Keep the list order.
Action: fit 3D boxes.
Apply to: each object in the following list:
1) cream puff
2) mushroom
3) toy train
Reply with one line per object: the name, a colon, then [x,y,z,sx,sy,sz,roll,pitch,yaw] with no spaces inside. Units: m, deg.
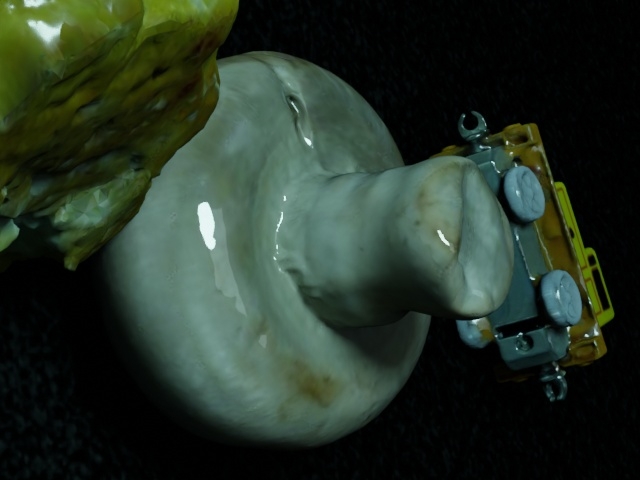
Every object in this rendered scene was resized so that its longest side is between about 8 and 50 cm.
cream puff: [-0.180,-0.076,0.757,0.185,0.282,0.282,44,41,10]
mushroom: [0.000,0.000,0.927,0.243,0.243,0.244,19,63,-43]
toy train: [0.150,0.009,1.197,0.127,0.089,0.219,-17,89,-60]
